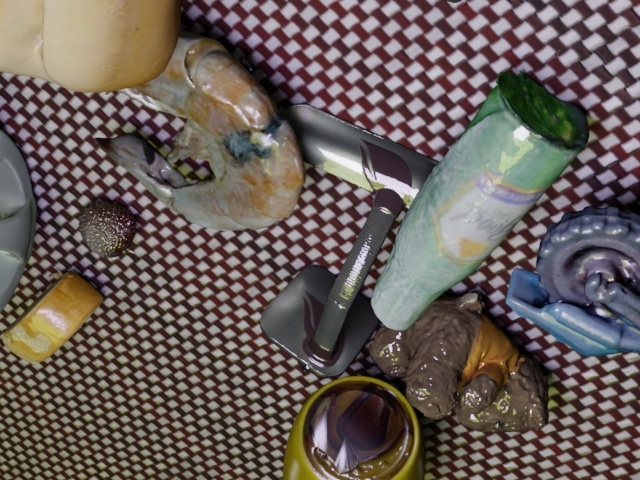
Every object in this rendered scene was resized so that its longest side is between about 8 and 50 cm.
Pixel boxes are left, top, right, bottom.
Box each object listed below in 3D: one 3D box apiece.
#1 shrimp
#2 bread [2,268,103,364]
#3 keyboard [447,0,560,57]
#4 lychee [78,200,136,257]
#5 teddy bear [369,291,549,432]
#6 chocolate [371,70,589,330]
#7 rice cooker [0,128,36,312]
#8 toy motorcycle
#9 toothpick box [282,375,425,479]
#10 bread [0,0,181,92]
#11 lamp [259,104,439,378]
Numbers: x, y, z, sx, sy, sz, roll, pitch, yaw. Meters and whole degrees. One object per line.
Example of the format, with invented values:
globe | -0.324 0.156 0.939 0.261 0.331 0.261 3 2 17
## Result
shrimp | -0.169 -0.131 1.485 0.360 0.085 0.247 31 138 16
bread | -0.354 0.100 1.806 0.073 0.122 0.149 45 136 -9
keyboard | 0.062 -0.280 1.272 0.381 0.041 0.103 29 139 13
lychee | -0.256 -0.013 1.687 0.083 0.068 0.067 35 97 1
teddy bear | 0.171 0.145 1.549 0.190 0.140 0.177 38 -179 -20
chocolate | 0.140 -0.024 1.367 0.110 0.110 0.291 33 124 -2
rice cooker | -0.501 -0.023 1.667 0.277 0.288 0.288 9 133 22
toy motorcycle | 0.361 0.132 1.380 0.416 0.172 0.232 31 133 -13
toothpick box | 0.040 0.261 1.635 0.175 0.175 0.271 23 158 10
bread | -0.253 -0.331 1.239 0.348 0.253 0.376 26 137 13
lamp | -0.003 0.002 1.515 0.203 0.124 0.283 35 136 11
